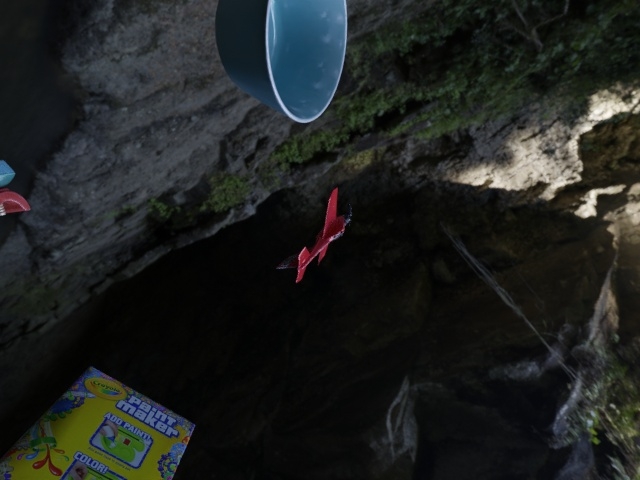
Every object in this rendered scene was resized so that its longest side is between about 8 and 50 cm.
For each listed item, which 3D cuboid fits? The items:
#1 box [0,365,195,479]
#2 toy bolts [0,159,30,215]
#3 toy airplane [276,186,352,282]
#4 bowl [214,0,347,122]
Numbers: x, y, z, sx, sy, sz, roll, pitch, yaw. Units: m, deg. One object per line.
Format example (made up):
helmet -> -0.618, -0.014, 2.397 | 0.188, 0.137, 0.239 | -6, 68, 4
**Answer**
box -> -0.333, 0.368, 0.527 | 0.290, 0.177, 0.279 | -55, -172, 15
toy bolts -> -0.706, -0.112, 0.830 | 0.228, 0.158, 0.218 | -6, -167, 12
toy airplane -> 0.000, 0.000, 0.611 | 0.151, 0.028, 0.151 | -45, 157, -25
bowl -> -0.083, -0.394, 0.845 | 0.163, 0.311, 0.311 | 15, -129, 24
